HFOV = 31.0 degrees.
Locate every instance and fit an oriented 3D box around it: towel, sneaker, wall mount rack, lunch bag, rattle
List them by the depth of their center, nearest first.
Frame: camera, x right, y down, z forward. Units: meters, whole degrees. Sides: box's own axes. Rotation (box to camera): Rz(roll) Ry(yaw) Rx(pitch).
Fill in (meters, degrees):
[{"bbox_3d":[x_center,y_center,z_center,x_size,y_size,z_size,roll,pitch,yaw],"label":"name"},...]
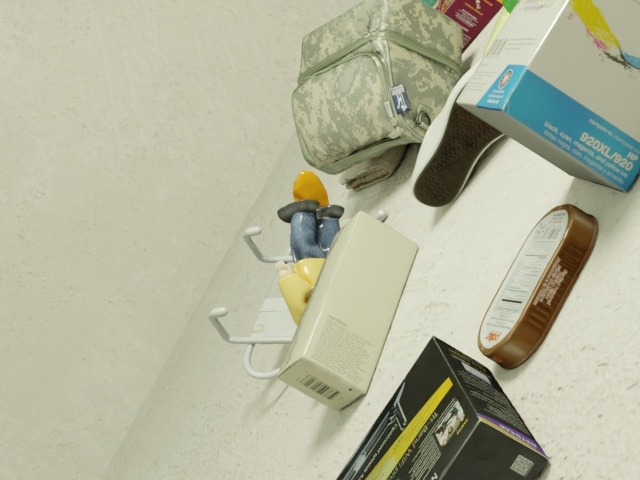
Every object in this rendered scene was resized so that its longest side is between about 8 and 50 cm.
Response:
[{"bbox_3d":[0.219,-0.188,1.674,0.290,0.106,0.123,-53,15,34],"label":"sneaker"},{"bbox_3d":[0.000,0.000,1.901,0.200,0.130,0.143,-70,-15,-51],"label":"rattle"},{"bbox_3d":[-0.027,0.074,2.042,0.304,0.130,0.350,-4,45,27],"label":"wall mount rack"},{"bbox_3d":[0.097,-0.264,2.054,0.305,0.212,0.256,-18,60,50],"label":"lunch bag"},{"bbox_3d":[0.121,-0.195,2.257,0.187,0.049,0.282,-63,12,-13],"label":"towel"}]

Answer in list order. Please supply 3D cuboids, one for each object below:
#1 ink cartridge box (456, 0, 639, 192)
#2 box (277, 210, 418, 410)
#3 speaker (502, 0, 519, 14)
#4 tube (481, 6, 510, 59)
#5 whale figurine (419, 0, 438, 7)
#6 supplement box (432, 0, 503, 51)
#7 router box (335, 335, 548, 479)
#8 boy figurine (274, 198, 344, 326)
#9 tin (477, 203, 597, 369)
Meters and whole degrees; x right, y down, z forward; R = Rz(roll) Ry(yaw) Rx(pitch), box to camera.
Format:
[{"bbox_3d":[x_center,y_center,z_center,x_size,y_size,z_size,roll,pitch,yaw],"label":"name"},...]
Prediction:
[{"bbox_3d":[0.293,-0.200,1.230,0.233,0.168,0.171,-58,12,4],"label":"ink cartridge box"},{"bbox_3d":[0.043,0.101,1.687,0.094,0.113,0.275,-44,17,53],"label":"box"},{"bbox_3d":[0.370,-0.435,1.603,0.296,0.131,0.131,-60,12,-5],"label":"speaker"},{"bbox_3d":[0.312,-0.353,1.838,0.062,0.070,0.240,44,109,41],"label":"tube"},{"bbox_3d":[0.232,-0.505,2.447,0.272,0.141,0.216,-37,7,-14],"label":"whale figurine"},{"bbox_3d":[0.265,-0.428,2.148,0.188,0.080,0.104,-49,16,41],"label":"supplement box"},{"bbox_3d":[0.082,0.273,1.153,0.309,0.081,0.243,-57,11,9],"label":"router box"},{"bbox_3d":[0.005,0.083,1.797,0.092,0.177,0.285,-21,69,44],"label":"boy figurine"},{"bbox_3d":[0.228,0.046,1.226,0.190,0.040,0.106,-61,7,-6],"label":"tin"}]
